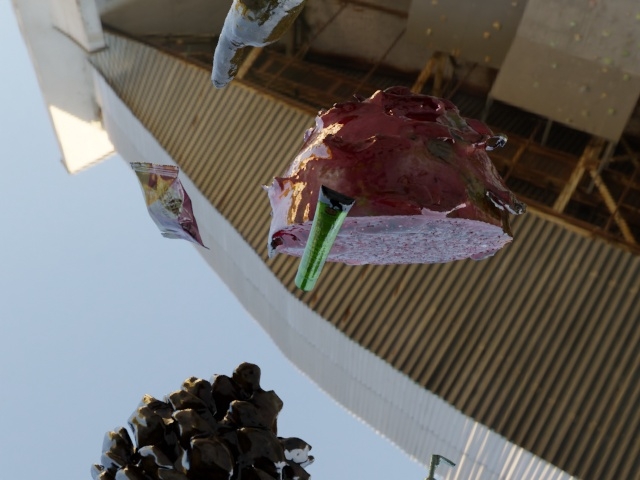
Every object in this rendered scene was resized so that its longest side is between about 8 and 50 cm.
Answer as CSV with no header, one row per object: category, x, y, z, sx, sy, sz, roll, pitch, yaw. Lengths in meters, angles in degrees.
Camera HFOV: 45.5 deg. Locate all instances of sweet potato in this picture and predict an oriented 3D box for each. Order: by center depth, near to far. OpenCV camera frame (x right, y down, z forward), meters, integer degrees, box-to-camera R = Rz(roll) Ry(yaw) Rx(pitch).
sweet potato,-0.079,-0.264,0.912,0.074,0.269,0.075,18,-124,-29

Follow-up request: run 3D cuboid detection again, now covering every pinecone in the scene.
pinecone,-0.086,0.204,0.632,0.204,0.179,0.184,-17,-112,-48

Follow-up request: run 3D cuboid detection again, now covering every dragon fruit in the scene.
dragon fruit,0.098,-0.086,1.139,0.370,0.386,0.249,4,-101,-12

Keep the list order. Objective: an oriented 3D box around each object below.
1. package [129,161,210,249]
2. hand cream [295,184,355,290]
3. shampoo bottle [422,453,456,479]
package,-0.127,-0.028,0.640,0.059,0.083,0.029,12,-136,35
hand cream,0.000,0.000,0.765,0.036,0.122,0.023,25,-143,6
shampoo bottle,0.101,0.308,0.768,0.056,0.056,0.195,10,-126,7
